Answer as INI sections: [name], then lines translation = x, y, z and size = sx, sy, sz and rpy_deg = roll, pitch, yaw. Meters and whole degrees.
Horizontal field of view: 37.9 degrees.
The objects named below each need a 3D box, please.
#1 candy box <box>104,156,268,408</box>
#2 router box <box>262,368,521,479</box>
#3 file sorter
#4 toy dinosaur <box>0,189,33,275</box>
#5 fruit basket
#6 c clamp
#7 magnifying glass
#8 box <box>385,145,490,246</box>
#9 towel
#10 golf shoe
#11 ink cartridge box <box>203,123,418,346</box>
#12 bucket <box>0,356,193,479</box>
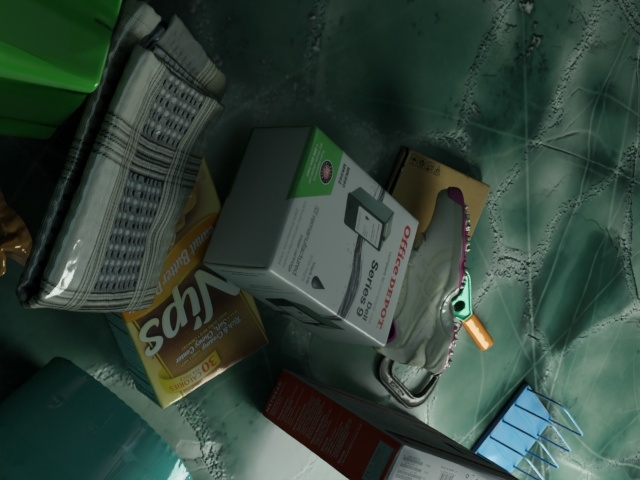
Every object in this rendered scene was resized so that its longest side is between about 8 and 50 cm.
[candy box]
translation = -0.205, 0.042, 1.244
size = 0.183, 0.087, 0.316
rpy_deg = -30, 117, -26
[router box]
translation = 0.126, 0.325, 1.421
size = 0.335, 0.301, 0.082
rpy_deg = 27, 87, -36
[file sorter]
translation = 0.391, 0.380, 1.741
size = 0.170, 0.104, 0.118
rpy_deg = -49, 125, -14
[toy dinosaur]
translation = -0.375, 0.004, 1.133
size = 0.112, 0.064, 0.211
rpy_deg = -41, 122, -20
[fruit basket]
translation = -0.379, -0.302, 0.891
size = 0.392, 0.283, 0.392
rpy_deg = 9, 72, -31
[c clamp]
translation = 0.161, 0.207, 1.585
size = 0.137, 0.022, 0.160
rpy_deg = -45, 123, -16
[magnifying glass]
translation = 0.240, 0.115, 1.601
size = 0.092, 0.026, 0.231
rpy_deg = -38, 129, 2
[box]
translation = 0.180, -0.045, 1.525
size = 0.201, 0.021, 0.164
rpy_deg = 20, 94, -38
[towel]
translation = -0.191, -0.072, 1.022
size = 0.312, 0.056, 0.324
rpy_deg = 28, 81, -78
[golf shoe]
translation = 0.159, 0.062, 1.471
size = 0.140, 0.115, 0.306
rpy_deg = 8, 104, 3
[ink cartridge box]
translation = 0.000, 0.000, 1.296
size = 0.289, 0.121, 0.211
rpy_deg = 37, 64, -46
[bucket]
translation = -0.303, 0.290, 1.139
size = 0.183, 0.281, 0.281
rpy_deg = -47, 124, -25
